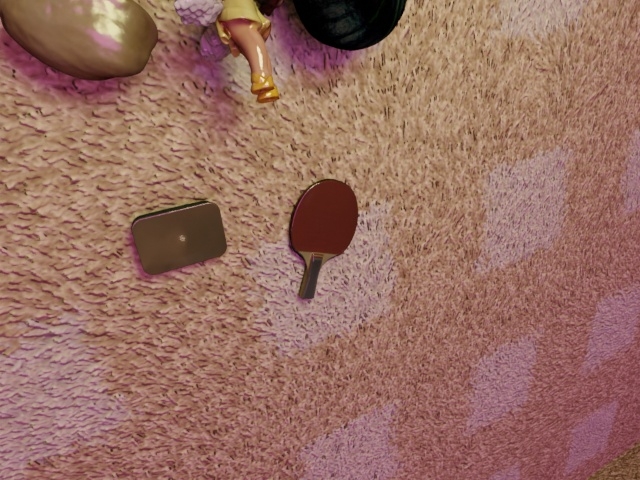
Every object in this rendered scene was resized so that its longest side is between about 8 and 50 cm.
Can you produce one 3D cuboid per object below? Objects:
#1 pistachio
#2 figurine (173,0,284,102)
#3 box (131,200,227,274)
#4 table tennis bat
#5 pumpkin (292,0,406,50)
[{"bbox_3d":[-0.260,-0.232,0.478,0.149,0.113,0.113,5,107,-31],"label":"pistachio"},{"bbox_3d":[-0.095,-0.286,0.507,0.116,0.175,0.240,-1,91,-3],"label":"figurine"},{"bbox_3d":[-0.207,-0.007,0.645,0.126,0.031,0.091,-18,117,-22],"label":"box"},{"bbox_3d":[0.000,0.000,0.767,0.130,0.019,0.220,6,106,-30],"label":"table tennis bat"},{"bbox_3d":[0.041,-0.350,0.556,0.202,0.140,0.201,-15,109,-53],"label":"pumpkin"}]
